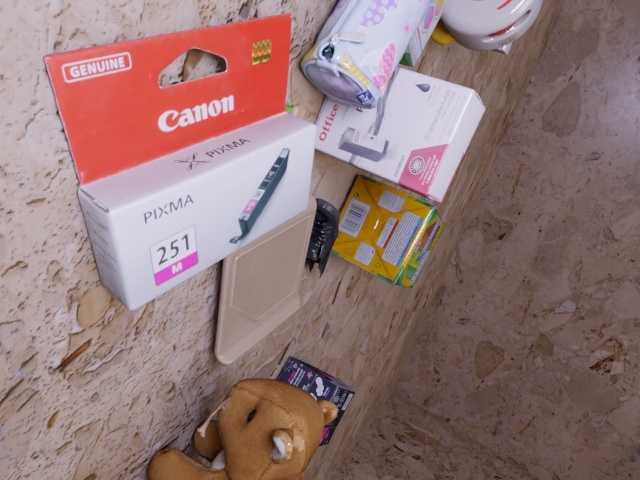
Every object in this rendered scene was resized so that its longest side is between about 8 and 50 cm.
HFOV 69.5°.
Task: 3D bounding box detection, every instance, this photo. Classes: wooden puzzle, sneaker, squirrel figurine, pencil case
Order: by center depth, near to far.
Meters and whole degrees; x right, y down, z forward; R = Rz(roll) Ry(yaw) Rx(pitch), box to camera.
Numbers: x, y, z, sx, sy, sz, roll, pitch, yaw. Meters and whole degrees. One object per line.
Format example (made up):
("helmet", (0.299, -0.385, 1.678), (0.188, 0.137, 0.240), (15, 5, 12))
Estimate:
("pencil case", (0.079, -0.317, 0.619), (0.124, 0.113, 0.273), (34, 84, -54))
("squirrel figurine", (-0.080, 0.427, 0.723), (0.371, 0.397, 0.281), (-57, 154, 7))
("wooden puzzle", (-0.093, 0.055, 0.757), (0.221, 0.044, 0.239), (-34, 139, -50))
("sneaker", (-0.002, -0.001, 0.871), (0.089, 0.051, 0.170), (-60, 161, -20))

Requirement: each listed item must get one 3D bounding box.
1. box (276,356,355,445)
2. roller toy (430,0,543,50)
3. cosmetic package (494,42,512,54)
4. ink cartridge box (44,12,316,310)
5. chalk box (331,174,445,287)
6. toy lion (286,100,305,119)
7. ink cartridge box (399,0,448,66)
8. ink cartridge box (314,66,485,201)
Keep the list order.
("box", (-0.026, 0.402, 1.151), (0.163, 0.142, 0.247), (-60, 159, -12))
("roller toy", (0.317, -0.466, 0.870), (0.146, 0.191, 0.210), (-9, 123, -64))
("cosmetic package", (0.486, -0.620, 1.197), (0.060, 0.098, 0.239), (-18, 130, -61))
("ink cartridge box", (-0.111, -0.089, 0.487), (0.275, 0.060, 0.239), (-34, 146, -39))
("chalk box", (0.162, -0.008, 1.056), (0.180, 0.179, 0.289), (-64, 158, 3))
("toy lion", (-0.068, -0.146, 0.600), (0.096, 0.034, 0.100), (-17, 130, -52))
("ink cartridge box", (0.170, -0.417, 0.774), (0.209, 0.062, 0.109), (-62, 157, -4))
("ink cartridge box", (0.109, -0.174, 0.704), (0.092, 0.217, 0.159), (5, 110, -61))
